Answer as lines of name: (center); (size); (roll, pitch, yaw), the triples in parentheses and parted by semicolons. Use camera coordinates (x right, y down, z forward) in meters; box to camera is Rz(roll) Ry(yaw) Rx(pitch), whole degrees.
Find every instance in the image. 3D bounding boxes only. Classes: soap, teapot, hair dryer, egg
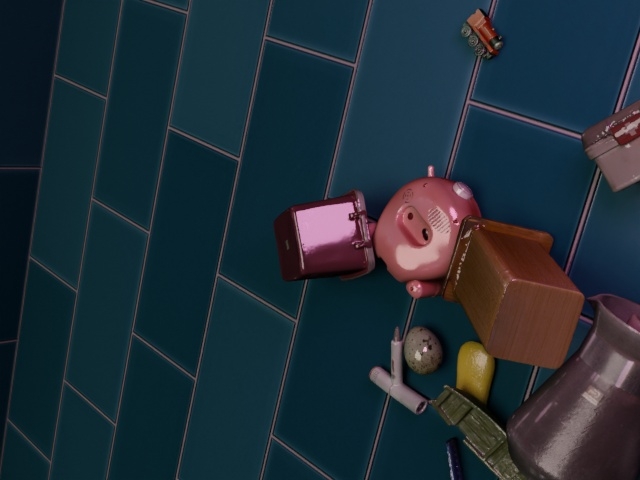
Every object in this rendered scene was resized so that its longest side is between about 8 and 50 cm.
soap: (0.327, 0.300, 1.934); (0.089, 0.033, 0.168); (20, 107, 40)
teapot: (0.526, 0.302, 1.615); (0.300, 0.253, 0.344); (32, 110, 21)
hair dryer: (0.185, 0.283, 2.040); (0.155, 0.044, 0.183); (32, 128, 37)
egg: (0.226, 0.243, 1.993); (0.085, 0.085, 0.110); (-40, 59, 38)

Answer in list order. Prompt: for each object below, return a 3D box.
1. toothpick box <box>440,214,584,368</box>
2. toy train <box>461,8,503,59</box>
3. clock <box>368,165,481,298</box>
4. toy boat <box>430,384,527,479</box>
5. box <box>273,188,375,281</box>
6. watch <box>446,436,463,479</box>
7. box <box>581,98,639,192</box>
toothpick box: (0.359, 0.097, 1.680); (0.308, 0.190, 0.187); (-96, 20, -72)
toy train: (0.337, -0.423, 1.868); (0.064, 0.044, 0.103); (-41, 65, 26)
clock: (0.232, -0.028, 1.932); (0.241, 0.142, 0.227); (-51, 60, 29)
toy boat: (0.355, 0.421, 1.882); (0.293, 0.055, 0.093); (47, 121, 18)
box: (0.000, 0.000, 2.054); (0.294, 0.167, 0.193); (151, 112, -75)
watch: (0.270, 0.620, 2.003); (0.276, 0.068, 0.274); (-46, 58, 36)
box: (0.582, -0.184, 1.584); (0.210, 0.148, 0.129); (-32, 83, 40)
